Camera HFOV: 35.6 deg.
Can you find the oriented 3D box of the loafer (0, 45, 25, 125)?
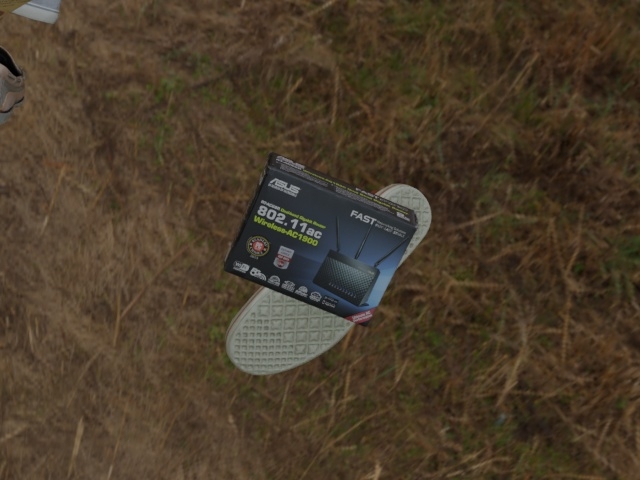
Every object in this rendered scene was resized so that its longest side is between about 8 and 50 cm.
[{"bbox_3d":[-0.211,-0.109,0.651,0.045,0.039,0.125,20,16,-21],"label":"loafer"}]

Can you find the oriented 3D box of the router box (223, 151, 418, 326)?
[{"bbox_3d":[0.000,0.000,0.750,0.122,0.092,0.038,22,21,-8],"label":"router box"}]

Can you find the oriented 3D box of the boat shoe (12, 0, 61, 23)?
[{"bbox_3d":[-0.468,-0.373,1.397,0.227,0.079,0.081,13,97,-42],"label":"boat shoe"}]

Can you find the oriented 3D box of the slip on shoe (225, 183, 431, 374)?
[{"bbox_3d":[0.006,0.049,1.296,0.331,0.101,0.123,-44,110,-18],"label":"slip on shoe"}]

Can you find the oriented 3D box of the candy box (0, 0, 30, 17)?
[{"bbox_3d":[-0.315,-0.254,0.776,0.087,0.316,0.182,-24,97,-55],"label":"candy box"}]
